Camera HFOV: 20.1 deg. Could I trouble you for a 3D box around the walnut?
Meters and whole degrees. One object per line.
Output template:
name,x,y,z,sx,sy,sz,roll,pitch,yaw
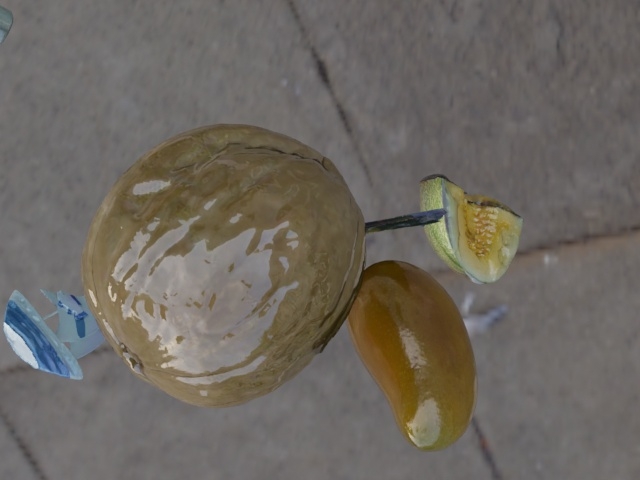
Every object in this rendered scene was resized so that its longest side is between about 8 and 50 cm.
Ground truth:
walnut,-0.070,0.015,1.373,0.228,0.228,0.228,3,125,5

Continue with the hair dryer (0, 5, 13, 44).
hair dryer,-0.369,-0.245,1.804,0.267,0.092,0.229,17,175,38

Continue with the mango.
mango,0.080,0.092,1.484,0.102,0.184,0.085,11,130,-34

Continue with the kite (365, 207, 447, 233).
kite,0.000,0.000,1.611,0.234,0.321,0.016,-11,89,-14

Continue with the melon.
melon,0.165,-0.008,2.151,0.079,0.128,0.160,-14,153,38

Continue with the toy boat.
toy boat,-0.246,0.091,1.798,0.149,0.105,0.034,-2,151,-37
